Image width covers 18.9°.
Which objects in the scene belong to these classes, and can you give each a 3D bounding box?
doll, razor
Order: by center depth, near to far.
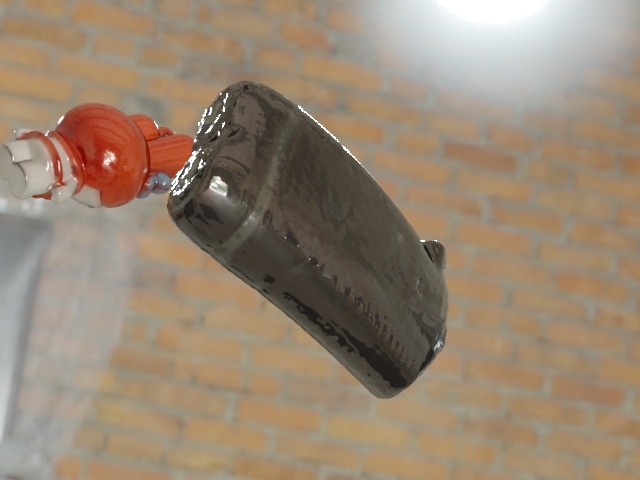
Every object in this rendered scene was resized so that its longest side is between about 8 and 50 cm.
[{"bbox_3d":[0.001,-0.001,1.938,0.113,0.204,0.349,-26,-56,37],"label":"razor"},{"bbox_3d":[-0.301,-0.116,2.642,0.290,0.161,0.130,-12,-39,-38],"label":"doll"}]
